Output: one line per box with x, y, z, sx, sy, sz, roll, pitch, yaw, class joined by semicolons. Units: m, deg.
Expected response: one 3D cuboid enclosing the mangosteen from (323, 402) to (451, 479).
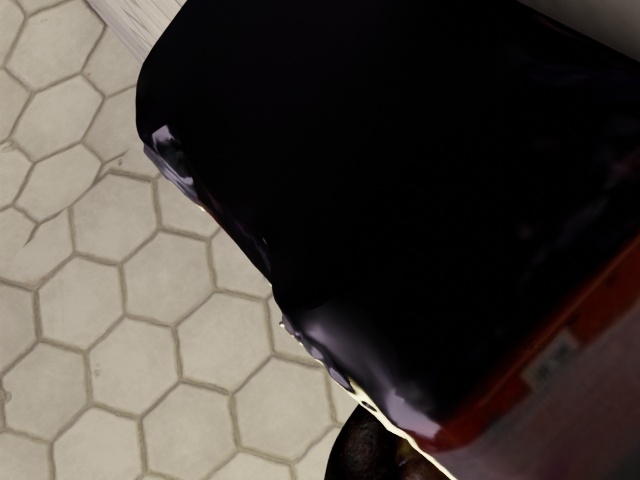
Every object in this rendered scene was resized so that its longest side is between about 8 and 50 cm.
0.162;0.268;1.389;0.297;0.313;0.297;45;-143;-49;mangosteen

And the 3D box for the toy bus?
0.036;-0.016;0.467;0.147;0.127;0.303;45;179;-28;toy bus

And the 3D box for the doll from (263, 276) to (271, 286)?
0.013;0.021;1.374;0.293;0.138;0.119;42;-165;21;doll
